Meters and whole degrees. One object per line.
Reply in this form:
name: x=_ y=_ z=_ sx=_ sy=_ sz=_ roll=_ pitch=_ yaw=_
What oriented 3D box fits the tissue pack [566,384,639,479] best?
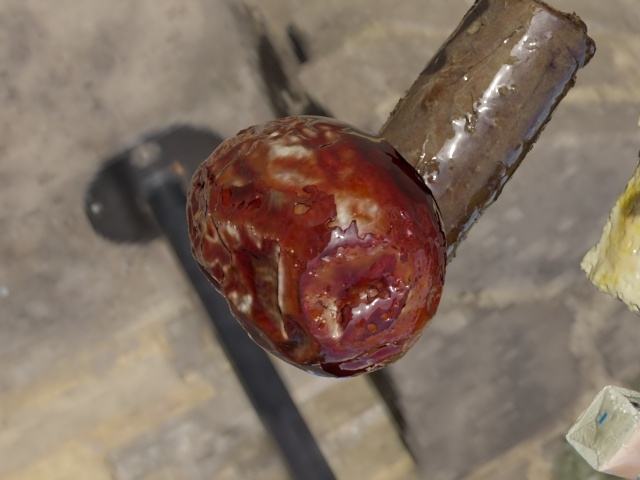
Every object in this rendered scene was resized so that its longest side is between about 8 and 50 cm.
tissue pack: x=0.274 y=0.171 z=1.687 sx=0.094 sy=0.059 sz=0.074 roll=16 pitch=117 yaw=-46

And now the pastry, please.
pastry: x=0.339 y=-0.047 z=1.864 sx=0.089 sy=0.121 sz=0.258 roll=1 pitch=110 yaw=-56

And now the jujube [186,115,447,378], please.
jujube: x=0.000 y=0.000 z=1.423 sx=0.183 sy=0.243 sz=0.183 roll=-6 pitch=111 yaw=-17

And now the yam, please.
yam: x=0.115 y=-0.087 z=1.610 sx=0.280 sy=0.131 sz=0.131 roll=-54 pitch=143 yaw=2
